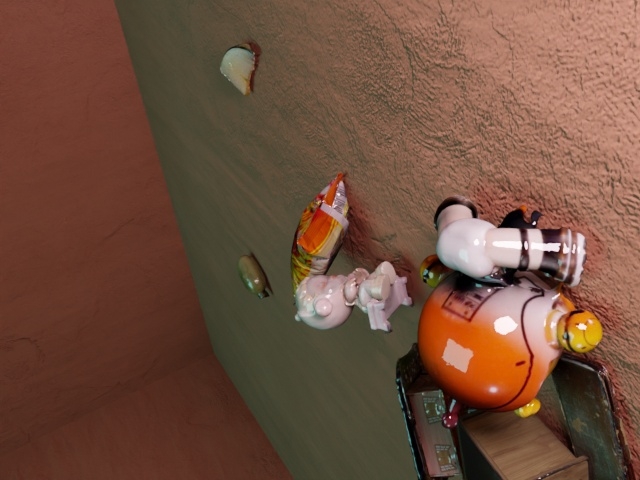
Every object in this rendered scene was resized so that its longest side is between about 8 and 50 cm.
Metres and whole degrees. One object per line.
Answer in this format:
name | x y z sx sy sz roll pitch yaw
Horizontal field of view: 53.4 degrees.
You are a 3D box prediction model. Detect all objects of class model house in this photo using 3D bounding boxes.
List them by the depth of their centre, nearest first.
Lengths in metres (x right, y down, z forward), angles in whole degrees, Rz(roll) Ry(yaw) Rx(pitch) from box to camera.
model house | 0.270 0.350 1.270 0.154 0.207 0.294 -13 93 25

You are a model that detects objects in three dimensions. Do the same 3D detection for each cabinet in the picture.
cabinet | 0.344 0.407 1.073 0.175 0.148 0.215 -126 21 -62

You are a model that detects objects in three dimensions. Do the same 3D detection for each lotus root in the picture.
lotus root | -0.249 0.137 2.326 0.183 0.077 0.090 60 159 20

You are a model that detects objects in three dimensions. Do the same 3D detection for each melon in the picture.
melon | -0.204 -0.455 1.627 0.098 0.054 0.182 56 158 10

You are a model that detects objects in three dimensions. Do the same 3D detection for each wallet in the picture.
wallet | 0.414 0.282 0.960 0.122 0.031 0.232 13 122 70

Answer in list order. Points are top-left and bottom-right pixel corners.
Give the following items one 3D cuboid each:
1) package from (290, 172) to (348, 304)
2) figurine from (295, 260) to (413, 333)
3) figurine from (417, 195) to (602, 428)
package | -0.003 0.006 1.461 0.108 0.223 0.288 21 150 8
figurine | 0.053 0.125 1.365 0.256 0.182 0.144 -5 131 34
figurine | 0.247 0.114 0.947 0.320 0.196 0.323 24 124 52
